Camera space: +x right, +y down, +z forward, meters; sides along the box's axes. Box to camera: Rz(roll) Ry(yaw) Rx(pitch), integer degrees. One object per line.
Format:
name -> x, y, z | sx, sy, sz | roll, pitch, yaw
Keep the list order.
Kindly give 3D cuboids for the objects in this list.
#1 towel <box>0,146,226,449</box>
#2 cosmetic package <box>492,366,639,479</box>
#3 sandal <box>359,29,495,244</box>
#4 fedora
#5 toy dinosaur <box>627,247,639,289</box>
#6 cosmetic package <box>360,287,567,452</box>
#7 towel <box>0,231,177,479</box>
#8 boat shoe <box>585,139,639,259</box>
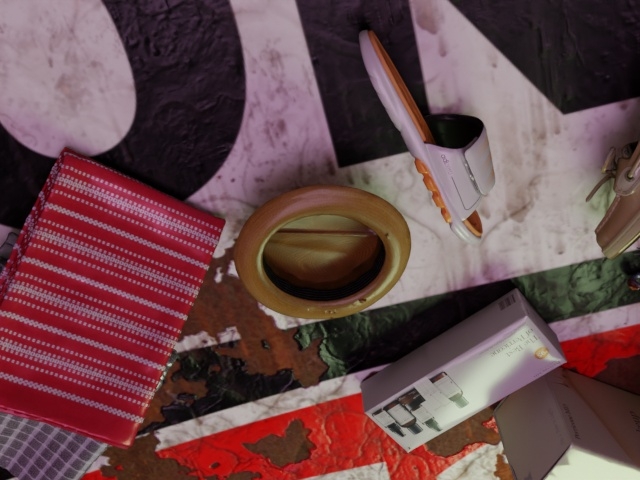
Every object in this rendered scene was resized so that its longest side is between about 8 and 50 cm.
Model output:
towel -> -0.236, 0.065, 0.959 | 0.199, 0.031, 0.275 | 25, 81, -21
cosmetic package -> 0.394, 0.284, 1.175 | 0.309, 0.160, 0.113 | 21, 119, -19
sandal -> 0.126, -0.107, 0.921 | 0.076, 0.102, 0.265 | -25, 121, 16
fedora -> 0.000, 0.000, 0.998 | 0.194, 0.079, 0.194 | -6, 127, -8
toy dinosaur -> 0.410, 0.040, 1.082 | 0.090, 0.047, 0.082 | 28, 137, -33
cosmetic package -> 0.175, 0.166, 1.136 | 0.239, 0.060, 0.099 | -35, 121, 18
towel -> -0.330, 0.160, 1.057 | 0.235, 0.121, 0.284 | 29, 118, -21
boat shoe -> 0.361, -0.110, 0.951 | 0.089, 0.104, 0.285 | 36, 116, 17
